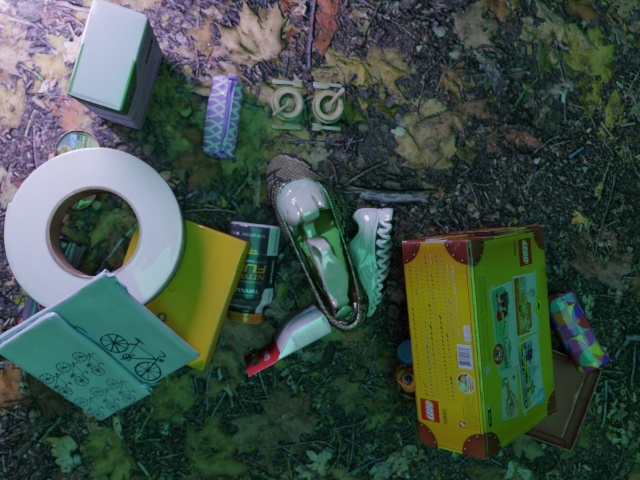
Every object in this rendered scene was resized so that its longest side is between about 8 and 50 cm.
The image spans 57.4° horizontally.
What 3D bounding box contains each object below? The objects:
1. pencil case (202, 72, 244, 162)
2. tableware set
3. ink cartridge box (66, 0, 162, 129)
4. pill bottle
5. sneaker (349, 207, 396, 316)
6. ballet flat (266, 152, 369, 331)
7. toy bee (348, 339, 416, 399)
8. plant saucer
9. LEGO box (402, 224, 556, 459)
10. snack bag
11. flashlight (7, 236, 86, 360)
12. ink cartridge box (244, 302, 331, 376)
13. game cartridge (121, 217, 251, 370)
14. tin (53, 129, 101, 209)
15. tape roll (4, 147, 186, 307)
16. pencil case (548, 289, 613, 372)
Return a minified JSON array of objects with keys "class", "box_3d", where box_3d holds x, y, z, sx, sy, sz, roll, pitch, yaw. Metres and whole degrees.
[{"class":"pencil case","box_3d":[-0.239,-0.299,1.438,0.086,0.088,0.206,6,91,-14]},{"class":"tableware set","box_3d":[-0.030,-0.350,1.503,0.194,0.039,0.129,0,93,-12]},{"class":"ink cartridge box","box_3d":[-0.444,-0.375,1.294,0.116,0.278,0.202,16,90,-9]},{"class":"pill bottle","box_3d":[-0.175,0.080,1.452,0.130,0.130,0.246,6,92,-12]},{"class":"sneaker","box_3d":[0.126,0.054,1.540,0.118,0.110,0.293,8,97,11]},{"class":"ballet flat","box_3d":[0.000,0.000,1.429,0.163,0.182,0.483,-22,91,0]},{"class":"toy bee","box_3d":[0.255,0.358,1.544,0.298,0.162,0.195,-39,141,0]},{"class":"plant saucer","box_3d":[0.657,0.448,1.694,0.258,0.047,0.259,21,89,-13]},{"class":"LEGO box","box_3d":[0.408,0.226,1.464,0.372,0.193,0.501,-7,93,-44]},{"class":"snack bag","box_3d":[-0.485,0.249,1.305,0.342,0.037,0.323,-30,121,15]},{"class":"flashlight","box_3d":[-0.638,0.144,1.377,0.103,0.103,0.304,17,85,32]},{"class":"ink cartridge box","box_3d":[-0.093,0.240,1.454,0.224,0.181,0.056,-25,97,-8]},{"class":"game cartridge","box_3d":[-0.346,0.110,1.400,0.285,0.052,0.324,20,91,11]},{"class":"tin","box_3d":[-0.582,-0.167,1.400,0.106,0.040,0.190,8,92,-8]},{"class":"tape roll","box_3d":[-0.503,-0.015,1.321,0.391,0.072,0.393,0,86,-6]},{"class":"pencil case","box_3d":[0.718,0.254,1.647,0.104,0.104,0.237,-29,86,-9]}]
